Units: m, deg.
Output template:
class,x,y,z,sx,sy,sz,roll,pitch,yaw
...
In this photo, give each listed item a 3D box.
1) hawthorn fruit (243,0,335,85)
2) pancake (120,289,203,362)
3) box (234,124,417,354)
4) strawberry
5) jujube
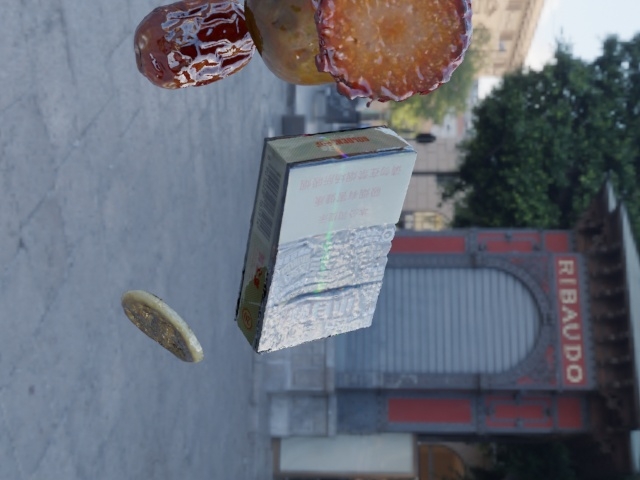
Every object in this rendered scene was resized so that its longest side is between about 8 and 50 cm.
class,x,y,z,sx,sy,sz,roll,pitch,yaw
hawthorn fruit,-0.020,-0.422,1.499,0.298,0.277,0.277,21,68,-67
pancake,-0.239,0.132,1.251,0.028,0.158,0.158,-51,155,-27
box,0.000,0.000,1.143,0.084,0.198,0.310,48,-42,42
strawberry,0.064,-0.191,0.734,0.086,0.145,0.145,-87,175,-64
jujube,-0.246,-0.393,1.639,0.174,0.250,0.174,41,-41,49
